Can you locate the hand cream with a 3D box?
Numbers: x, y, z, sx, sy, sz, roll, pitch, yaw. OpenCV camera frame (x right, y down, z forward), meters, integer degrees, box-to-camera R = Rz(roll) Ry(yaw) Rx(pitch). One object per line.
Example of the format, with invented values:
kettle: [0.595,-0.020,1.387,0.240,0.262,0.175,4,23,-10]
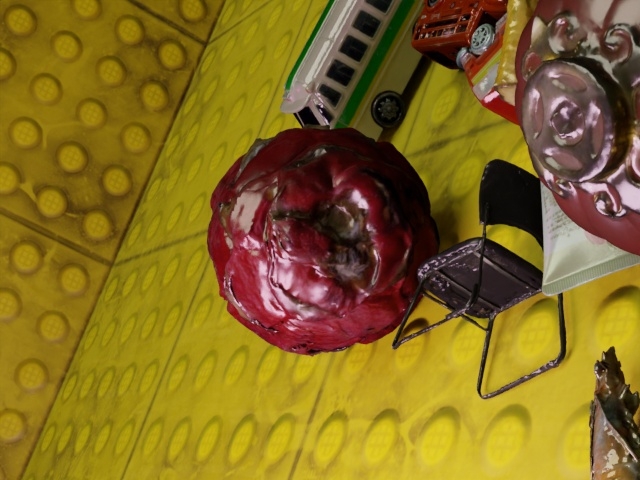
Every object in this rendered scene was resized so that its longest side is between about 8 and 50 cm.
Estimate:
hand cream: [0.296,-0.077,1.309,0.147,0.093,0.305,-22,40,23]

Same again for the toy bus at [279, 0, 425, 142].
toy bus: [0.062,-0.292,1.932,0.305,0.179,0.143,-62,23,-1]

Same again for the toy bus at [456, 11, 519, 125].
toy bus: [0.300,-0.260,1.490,0.265,0.121,0.119,-44,37,34]

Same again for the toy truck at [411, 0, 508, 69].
toy truck: [0.231,-0.307,1.690,0.114,0.108,0.253,-65,21,-4]

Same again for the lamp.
lamp: [0.318,-0.133,1.102,0.303,0.257,0.303,34,133,47]

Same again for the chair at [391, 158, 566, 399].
chair: [0.190,0.039,1.346,0.145,0.140,0.221,-34,34,47]

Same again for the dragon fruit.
dragon fruit: [0.003,-0.001,1.569,0.329,0.329,0.329,-46,27,32]

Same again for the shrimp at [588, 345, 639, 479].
shrimp: [0.300,0.184,1.070,0.144,0.052,0.251,-35,41,29]

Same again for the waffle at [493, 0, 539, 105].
waffle: [0.328,-0.257,1.326,0.248,0.055,0.221,1,65,27]
